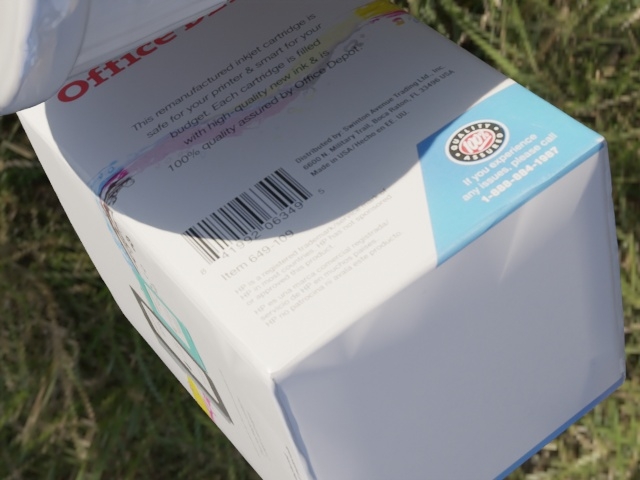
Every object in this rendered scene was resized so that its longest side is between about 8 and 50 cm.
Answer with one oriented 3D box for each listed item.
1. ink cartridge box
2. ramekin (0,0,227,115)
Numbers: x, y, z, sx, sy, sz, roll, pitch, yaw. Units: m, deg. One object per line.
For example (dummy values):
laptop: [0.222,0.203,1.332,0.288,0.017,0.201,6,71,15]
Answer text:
ink cartridge box: [0.000,0.000,0.712,0.270,0.198,0.197,43,160,41]
ramekin: [-0.116,-0.197,0.519,0.127,0.273,0.273,-20,146,-28]
